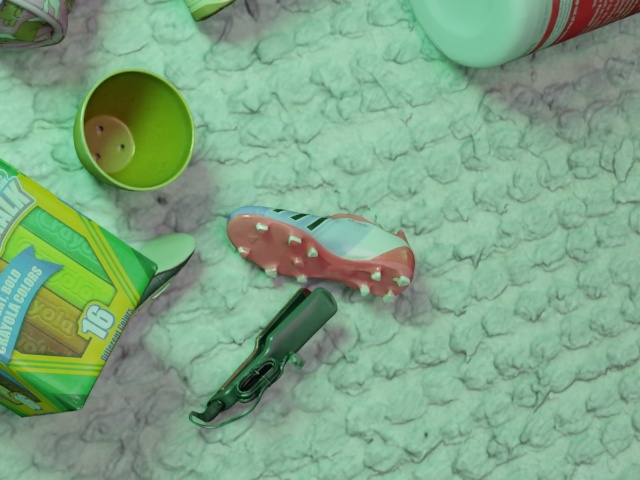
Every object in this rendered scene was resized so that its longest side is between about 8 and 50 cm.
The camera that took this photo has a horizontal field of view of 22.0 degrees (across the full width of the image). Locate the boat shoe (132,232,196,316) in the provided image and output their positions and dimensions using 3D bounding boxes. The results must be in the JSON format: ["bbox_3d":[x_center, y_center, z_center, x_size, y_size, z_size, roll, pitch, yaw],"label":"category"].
[{"bbox_3d":[-0.190,0.042,1.836,0.137,0.049,0.043,-43,146,-31],"label":"boat shoe"}]

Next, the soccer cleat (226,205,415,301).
[{"bbox_3d":[0.000,0.000,1.943,0.248,0.083,0.095,17,45,-22],"label":"soccer cleat"}]

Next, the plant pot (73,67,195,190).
[{"bbox_3d":[-0.219,-0.113,1.811,0.134,0.095,0.134,5,79,-30],"label":"plant pot"}]

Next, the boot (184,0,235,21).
[{"bbox_3d":[-0.104,-0.403,1.928,0.262,0.095,0.203,-40,101,-26],"label":"boot"}]

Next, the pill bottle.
[{"bbox_3d":[0.321,-0.378,2.090,0.408,0.229,0.229,-23,94,-31],"label":"pill bottle"}]

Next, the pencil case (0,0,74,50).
[{"bbox_3d":[-0.320,-0.401,1.763,0.167,0.160,0.386,44,53,-66],"label":"pencil case"}]

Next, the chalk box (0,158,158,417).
[{"bbox_3d":[-0.349,0.031,1.664,0.289,0.179,0.180,35,67,-22],"label":"chalk box"}]

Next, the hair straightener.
[{"bbox_3d":[-0.061,0.133,1.870,0.230,0.089,0.047,-41,108,-28],"label":"hair straightener"}]
